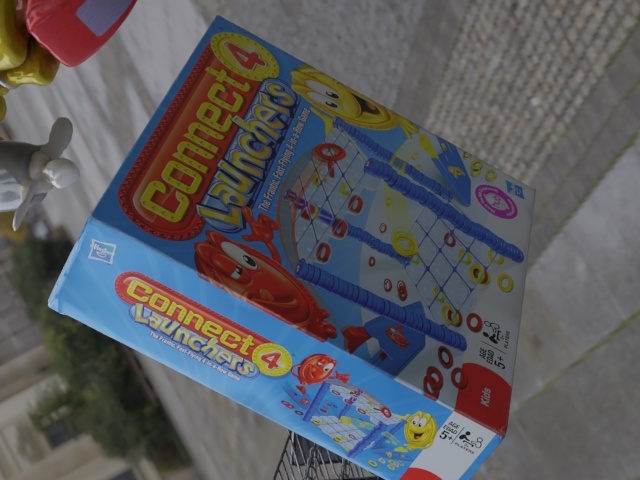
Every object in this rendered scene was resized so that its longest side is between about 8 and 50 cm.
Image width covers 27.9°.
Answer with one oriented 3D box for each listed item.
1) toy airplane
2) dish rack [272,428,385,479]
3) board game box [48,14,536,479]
[{"bbox_3d":[-0.343,-0.119,0.974,0.384,0.386,0.272,-46,58,49],"label":"toy airplane"},{"bbox_3d":[0.051,0.239,1.339,0.271,0.208,0.074,-67,-31,-72],"label":"dish rack"},{"bbox_3d":[0.000,0.000,0.952,0.302,0.086,0.308,28,-144,-7],"label":"board game box"}]
